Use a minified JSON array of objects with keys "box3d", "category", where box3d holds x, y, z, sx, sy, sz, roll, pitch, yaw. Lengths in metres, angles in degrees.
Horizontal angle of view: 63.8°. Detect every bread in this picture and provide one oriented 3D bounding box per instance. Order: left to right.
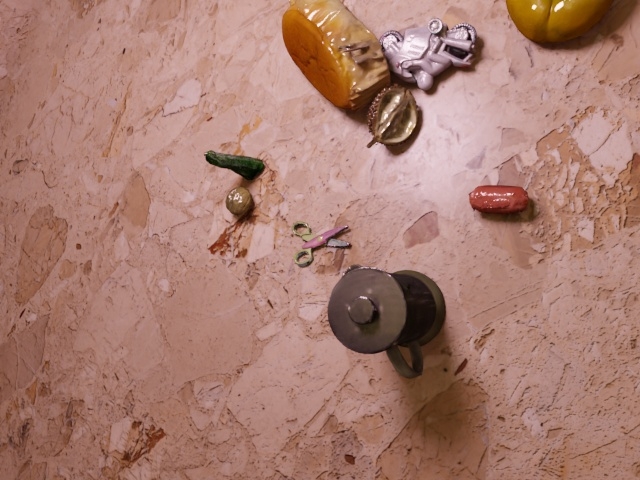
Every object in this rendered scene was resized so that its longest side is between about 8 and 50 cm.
[{"box3d":[0.035,-0.522,1.434,0.183,0.236,0.389,-34,58,0],"category":"bread"}]

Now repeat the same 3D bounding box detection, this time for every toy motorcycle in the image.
[{"box3d":[0.281,-0.488,1.372,0.260,0.110,0.171,2,100,20],"category":"toy motorcycle"}]

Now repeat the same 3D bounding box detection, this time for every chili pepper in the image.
[{"box3d":[-0.265,-0.235,1.530,0.088,0.227,0.059,-36,69,22],"category":"chili pepper"}]

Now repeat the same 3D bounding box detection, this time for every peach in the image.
[{"box3d":[0.568,-0.595,1.218,0.251,0.153,0.251,6,100,33],"category":"peach"}]

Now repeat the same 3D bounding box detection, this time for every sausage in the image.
[{"box3d":[0.431,-0.100,1.249,0.141,0.076,0.076,5,85,26],"category":"sausage"}]

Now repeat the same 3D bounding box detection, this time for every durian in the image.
[{"box3d":[0.176,-0.326,1.385,0.188,0.148,0.091,-56,29,-3],"category":"durian"}]

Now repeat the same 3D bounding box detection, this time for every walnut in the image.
[{"box3d":[-0.252,-0.123,1.591,0.092,0.092,0.092,-4,81,26],"category":"walnut"}]

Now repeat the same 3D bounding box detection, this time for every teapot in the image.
[{"box3d":[0.164,0.187,1.193,0.200,0.337,0.271,-25,73,22],"category":"teapot"}]

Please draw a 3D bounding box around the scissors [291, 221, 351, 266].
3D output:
[{"box3d":[0.000,0.000,1.479,0.187,0.020,0.134,-10,81,27],"category":"scissors"}]
